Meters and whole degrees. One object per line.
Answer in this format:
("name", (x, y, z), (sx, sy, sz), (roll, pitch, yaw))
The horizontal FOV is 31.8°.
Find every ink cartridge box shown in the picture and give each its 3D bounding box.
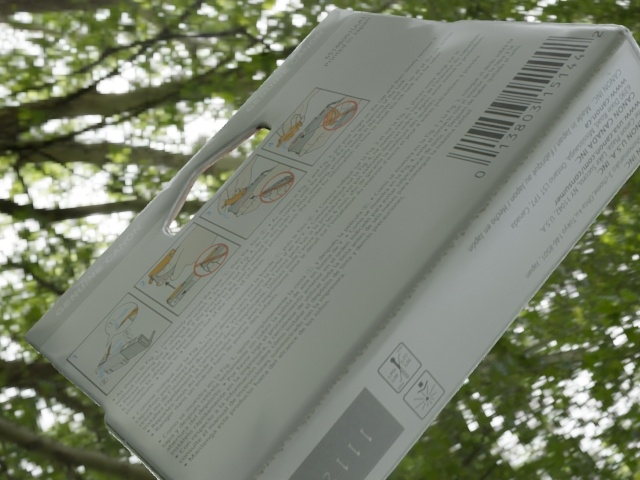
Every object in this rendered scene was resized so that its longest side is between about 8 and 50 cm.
("ink cartridge box", (0.000, 0.000, 0.609), (0.296, 0.066, 0.261), (-48, -149, -12))
